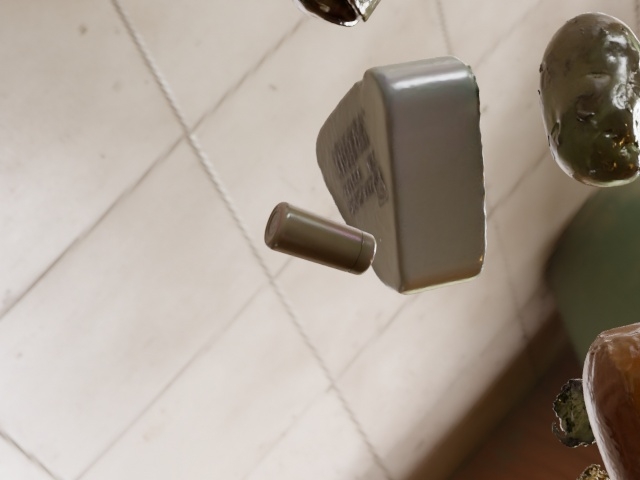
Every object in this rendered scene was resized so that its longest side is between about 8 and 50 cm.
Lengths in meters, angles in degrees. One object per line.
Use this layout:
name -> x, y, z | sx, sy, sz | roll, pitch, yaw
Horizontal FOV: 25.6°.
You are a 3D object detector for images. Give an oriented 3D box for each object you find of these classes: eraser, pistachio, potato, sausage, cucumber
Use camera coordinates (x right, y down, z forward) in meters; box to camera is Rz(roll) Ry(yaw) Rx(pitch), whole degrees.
eraser -> 0.121, -0.128, 2.007 | 0.150, 0.331, 0.331 | -9, 136, -21
pistachio -> 0.021, -0.342, 1.816 | 0.144, 0.144, 0.215 | -64, 173, 24
potato -> 0.391, -0.198, 2.005 | 0.165, 0.262, 0.165 | -3, 155, -1
sausage -> 0.269, 0.187, 1.021 | 0.105, 0.274, 0.105 | -24, -173, 3
cucumber -> 0.310, 0.165, 1.465 | 0.245, 0.067, 0.067 | -3, 126, -56

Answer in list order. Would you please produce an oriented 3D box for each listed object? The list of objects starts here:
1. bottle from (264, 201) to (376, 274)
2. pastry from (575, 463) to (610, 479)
bottle -> 0.000, 0.000, 1.266 | 0.096, 0.045, 0.045 | 19, 113, -20
pastry -> 0.317, 0.347, 1.721 | 0.080, 0.056, 0.140 | -81, -169, -65
